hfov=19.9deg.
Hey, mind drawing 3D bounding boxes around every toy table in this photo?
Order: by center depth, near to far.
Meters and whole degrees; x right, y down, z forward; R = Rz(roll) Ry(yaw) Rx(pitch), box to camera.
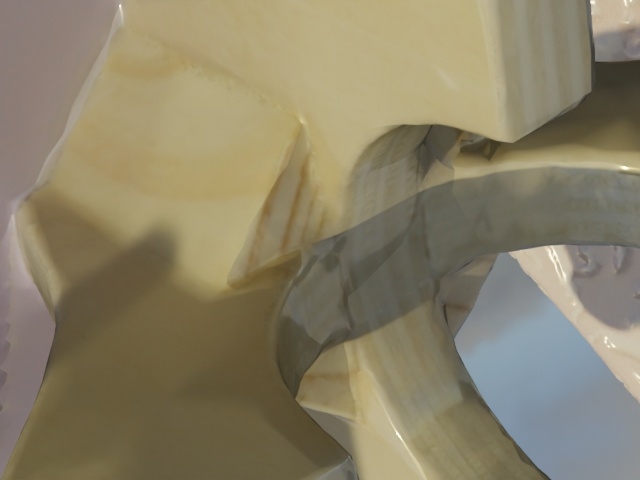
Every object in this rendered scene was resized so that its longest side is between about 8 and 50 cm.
[{"bbox_3d":[0.000,0.000,0.423,0.274,0.252,0.161,-39,-138,-19],"label":"toy table"}]

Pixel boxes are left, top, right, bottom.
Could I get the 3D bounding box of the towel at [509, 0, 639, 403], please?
[{"bbox_3d":[0.201,-0.086,1.107,0.053,0.332,0.317,-25,160,-44],"label":"towel"}]
